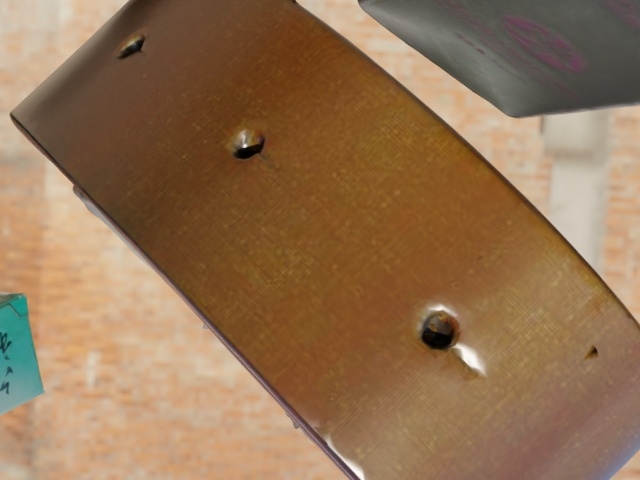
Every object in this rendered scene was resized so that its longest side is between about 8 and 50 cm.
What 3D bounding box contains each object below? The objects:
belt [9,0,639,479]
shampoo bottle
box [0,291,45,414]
[{"bbox_3d":[0.000,0.000,0.746,0.217,0.122,0.338,49,175,-39],"label":"belt"},{"bbox_3d":[0.090,-0.087,0.484,0.080,0.079,0.246,33,171,-14],"label":"shampoo bottle"},{"bbox_3d":[-0.366,0.097,1.509,0.245,0.092,0.153,5,-158,40],"label":"box"}]
